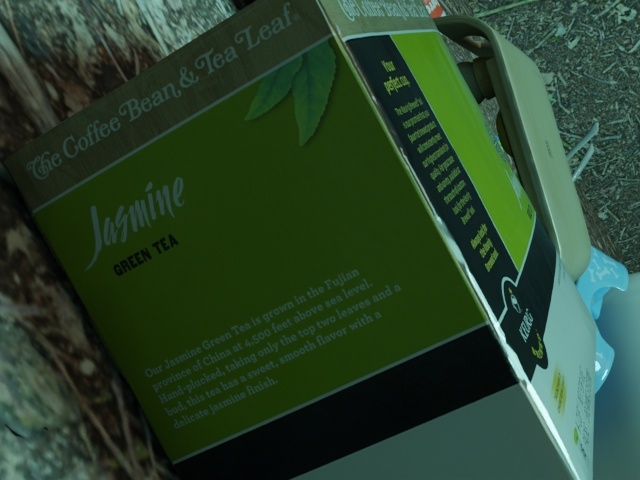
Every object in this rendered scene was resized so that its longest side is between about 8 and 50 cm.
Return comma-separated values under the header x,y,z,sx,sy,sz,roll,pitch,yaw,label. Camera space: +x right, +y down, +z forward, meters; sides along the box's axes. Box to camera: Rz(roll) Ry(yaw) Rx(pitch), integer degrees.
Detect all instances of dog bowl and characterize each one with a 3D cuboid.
x,y,z,sx,sy,sz,roll,pitch,yaw,label
0.305,0.110,1.275,0.074,0.166,0.297,43,45,-14,dog bowl

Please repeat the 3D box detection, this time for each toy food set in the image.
x,y,z,sx,sy,sz,roll,pitch,yaw,label
0.206,-0.085,1.057,0.220,0.092,0.306,-1,75,-67,toy food set

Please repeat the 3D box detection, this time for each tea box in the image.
x,y,z,sx,sy,sz,roll,pitch,yaw,label
0.023,0.012,0.674,0.323,0.220,0.329,62,20,-3,tea box

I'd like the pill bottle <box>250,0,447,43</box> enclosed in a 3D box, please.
x,y,z,sx,sy,sz,roll,pitch,yaw,label
0.024,-0.275,1.089,0.323,0.181,0.181,56,21,-18,pill bottle

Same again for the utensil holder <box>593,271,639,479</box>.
x,y,z,sx,sy,sz,roll,pitch,yaw,label
0.477,0.282,1.296,0.327,0.327,0.385,50,26,-31,utensil holder

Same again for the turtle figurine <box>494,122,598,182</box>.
x,y,z,sx,sy,sz,roll,pitch,yaw,label
0.330,-0.039,1.464,0.198,0.274,0.266,153,-64,-79,turtle figurine
